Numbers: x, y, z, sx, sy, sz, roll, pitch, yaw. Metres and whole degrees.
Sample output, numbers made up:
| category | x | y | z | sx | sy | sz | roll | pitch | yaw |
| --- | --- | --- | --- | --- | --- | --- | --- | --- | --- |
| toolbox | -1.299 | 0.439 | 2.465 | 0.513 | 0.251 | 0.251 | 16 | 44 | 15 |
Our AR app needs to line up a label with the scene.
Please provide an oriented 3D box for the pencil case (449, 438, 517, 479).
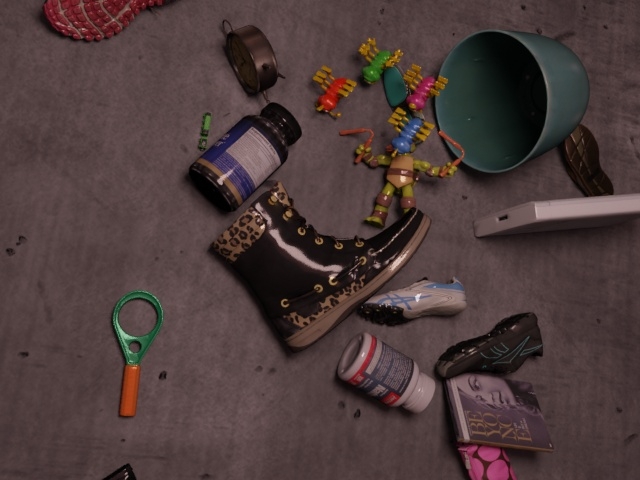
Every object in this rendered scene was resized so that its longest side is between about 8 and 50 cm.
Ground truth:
| category | x | y | z | sx | sy | sz | roll | pitch | yaw |
| --- | --- | --- | --- | --- | --- | --- | --- | --- | --- |
| pencil case | 0.356 | 0.500 | 1.305 | 0.098 | 0.095 | 0.209 | -22 | 86 | -54 |

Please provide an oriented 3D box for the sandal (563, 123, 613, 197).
| category | x | y | z | sx | sy | sz | roll | pitch | yaw |
| --- | --- | --- | --- | --- | --- | --- | --- | --- | --- |
| sandal | 0.639 | -0.177 | 1.515 | 0.090 | 0.060 | 0.219 | -41 | 109 | -12 |

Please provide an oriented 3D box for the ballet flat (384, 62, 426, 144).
| category | x | y | z | sx | sy | sz | roll | pitch | yaw |
| --- | --- | --- | --- | --- | --- | --- | --- | --- | --- |
| ballet flat | 0.194 | -0.304 | 1.399 | 0.070 | 0.070 | 0.188 | -14 | 88 | -18 |

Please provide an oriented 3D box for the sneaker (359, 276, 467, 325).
| category | x | y | z | sx | sy | sz | roll | pitch | yaw |
| --- | --- | --- | --- | --- | --- | --- | --- | --- | --- |
| sneaker | 0.193 | 0.124 | 1.325 | 0.238 | 0.085 | 0.086 | -4 | 57 | -14 |

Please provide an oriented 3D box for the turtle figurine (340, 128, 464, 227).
| category | x | y | z | sx | sy | sz | roll | pitch | yaw |
| --- | --- | --- | --- | --- | --- | --- | --- | --- | --- |
| turtle figurine | 0.158 | -0.135 | 1.344 | 0.270 | 0.087 | 0.217 | 12 | 81 | 8 |

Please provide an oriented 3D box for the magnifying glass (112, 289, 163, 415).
| category | x | y | z | sx | sy | sz | roll | pitch | yaw |
| --- | --- | --- | --- | --- | --- | --- | --- | --- | --- |
| magnifying glass | -0.348 | 0.208 | 1.170 | 0.092 | 0.026 | 0.230 | 7 | 78 | -16 |

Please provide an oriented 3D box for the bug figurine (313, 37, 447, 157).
| category | x | y | z | sx | sy | sz | roll | pitch | yaw |
| --- | --- | --- | --- | --- | --- | --- | --- | --- | --- |
| bug figurine | 0.133 | -0.300 | 1.315 | 0.279 | 0.072 | 0.216 | 35 | 75 | 19 |

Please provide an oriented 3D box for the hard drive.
| category | x | y | z | sx | sy | sz | roll | pitch | yaw |
| --- | --- | --- | --- | --- | --- | --- | --- | --- | --- |
| hard drive | 0.550 | -0.056 | 1.372 | 0.353 | 0.233 | 0.047 | -4 | 83 | -18 |

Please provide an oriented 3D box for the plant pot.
| category | x | y | z | sx | sy | sz | roll | pitch | yaw |
| --- | --- | --- | --- | --- | --- | --- | --- | --- | --- |
| plant pot | 0.436 | -0.311 | 1.361 | 0.235 | 0.293 | 0.292 | -17 | 87 | -34 |

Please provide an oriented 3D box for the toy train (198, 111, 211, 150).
| category | x | y | z | sx | sy | sz | roll | pitch | yaw |
| --- | --- | --- | --- | --- | --- | --- | --- | --- | --- |
| toy train | -0.233 | -0.223 | 1.269 | 0.017 | 0.024 | 0.083 | 10 | 79 | -15 |

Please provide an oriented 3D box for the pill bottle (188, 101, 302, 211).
| category | x | y | z | sx | sy | sz | roll | pitch | yaw |
| --- | --- | --- | --- | --- | --- | --- | --- | --- | --- |
| pill bottle | -0.142 | -0.169 | 1.237 | 0.123 | 0.123 | 0.219 | 45 | 72 | -6 |

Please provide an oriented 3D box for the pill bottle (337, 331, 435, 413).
| category | x | y | z | sx | sy | sz | roll | pitch | yaw |
| --- | --- | --- | --- | --- | --- | --- | --- | --- | --- |
| pill bottle | 0.136 | 0.272 | 1.262 | 0.180 | 0.108 | 0.107 | 31 | 74 | -10 |

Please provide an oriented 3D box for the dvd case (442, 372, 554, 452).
| category | x | y | z | sx | sy | sz | roll | pitch | yaw |
| --- | --- | --- | --- | --- | --- | --- | --- | --- | --- |
| dvd case | 0.372 | 0.358 | 1.320 | 0.222 | 0.018 | 0.164 | 11 | 42 | -15 |

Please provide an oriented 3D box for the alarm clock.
| category | x | y | z | sx | sy | sz | roll | pitch | yaw |
| --- | --- | --- | --- | --- | --- | --- | --- | --- | --- |
| alarm clock | -0.146 | -0.381 | 1.270 | 0.064 | 0.129 | 0.192 | -31 | 71 | -20 |

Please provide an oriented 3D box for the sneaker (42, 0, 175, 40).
| category | x | y | z | sx | sy | sz | roll | pitch | yaw |
| --- | --- | --- | --- | --- | --- | --- | --- | --- | --- |
| sneaker | -0.396 | -0.493 | 1.225 | 0.299 | 0.120 | 0.112 | -30 | 62 | -18 |

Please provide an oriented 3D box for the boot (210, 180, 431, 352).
| category | x | y | z | sx | sy | sz | roll | pitch | yaw |
| --- | --- | --- | --- | --- | --- | --- | --- | --- | --- |
| boot | 0.000 | 0.000 | 1.224 | 0.377 | 0.138 | 0.284 | -42 | 93 | 3 |

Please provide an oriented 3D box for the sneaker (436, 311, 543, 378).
| category | x | y | z | sx | sy | sz | roll | pitch | yaw |
| --- | --- | --- | --- | --- | --- | --- | --- | --- | --- |
| sneaker | 0.374 | 0.247 | 1.344 | 0.268 | 0.101 | 0.106 | -22 | 91 | -18 |

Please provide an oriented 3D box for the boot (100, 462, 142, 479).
| category | x | y | z | sx | sy | sz | roll | pitch | yaw |
| --- | --- | --- | --- | --- | --- | --- | --- | --- | --- |
| boot | -0.364 | 0.470 | 1.115 | 0.121 | 0.045 | 0.099 | -30 | 94 | -19 |
